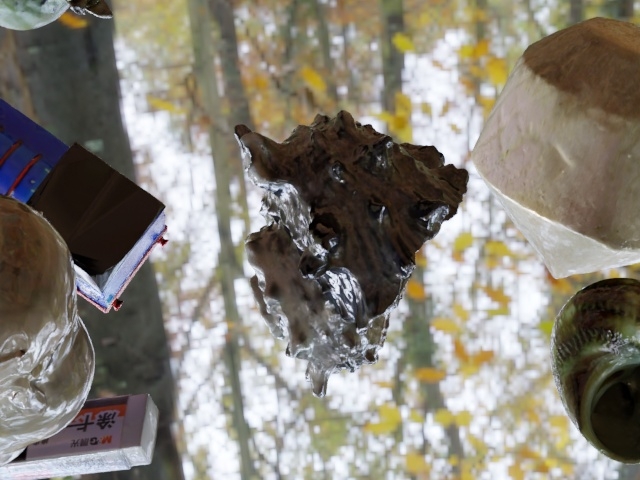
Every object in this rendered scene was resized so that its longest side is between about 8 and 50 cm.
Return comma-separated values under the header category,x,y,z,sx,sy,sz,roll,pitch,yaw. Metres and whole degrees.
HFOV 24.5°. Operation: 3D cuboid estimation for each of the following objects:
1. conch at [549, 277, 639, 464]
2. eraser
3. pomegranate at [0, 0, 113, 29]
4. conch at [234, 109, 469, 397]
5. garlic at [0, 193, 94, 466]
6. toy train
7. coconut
category,x,y,z,sx,sy,sz,roll,pitch,yaw
conch,0.338,0.131,1.613,0.181,0.187,0.124,-40,179,8
eraser,-0.182,0.146,1.088,0.122,0.029,0.052,-9,-135,13
pomegranate,-0.244,-0.235,1.271,0.161,0.122,0.122,27,-137,25
conch,0.008,0.011,1.240,0.186,0.240,0.313,4,170,-21
garlic,-0.239,0.050,0.804,0.228,0.228,0.152,-13,-134,-12
toy train,-0.209,-0.039,1.054,0.204,0.131,0.082,34,-101,1
coconut,0.342,-0.096,1.790,0.329,0.328,0.329,-4,-148,2
